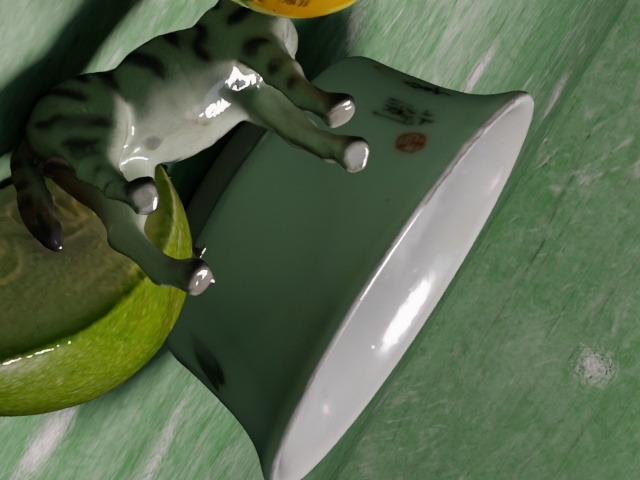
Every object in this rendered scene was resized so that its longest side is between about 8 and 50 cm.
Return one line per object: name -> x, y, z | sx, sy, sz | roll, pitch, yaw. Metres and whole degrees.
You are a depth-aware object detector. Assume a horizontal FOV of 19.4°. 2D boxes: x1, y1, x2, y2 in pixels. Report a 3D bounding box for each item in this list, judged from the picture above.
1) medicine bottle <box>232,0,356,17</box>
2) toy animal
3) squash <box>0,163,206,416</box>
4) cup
medicine bottle -> 0.009, -0.215, 0.879 | 0.124, 0.124, 0.239 | -49, 174, -34
toy animal -> -0.044, -0.079, 0.989 | 0.255, 0.170, 0.090 | -45, 138, -29
squash -> -0.150, 0.016, 0.967 | 0.203, 0.111, 0.289 | -57, 167, -6
cup -> 0.000, 0.000, 1.399 | 0.347, 0.163, 0.347 | -54, 168, -18
